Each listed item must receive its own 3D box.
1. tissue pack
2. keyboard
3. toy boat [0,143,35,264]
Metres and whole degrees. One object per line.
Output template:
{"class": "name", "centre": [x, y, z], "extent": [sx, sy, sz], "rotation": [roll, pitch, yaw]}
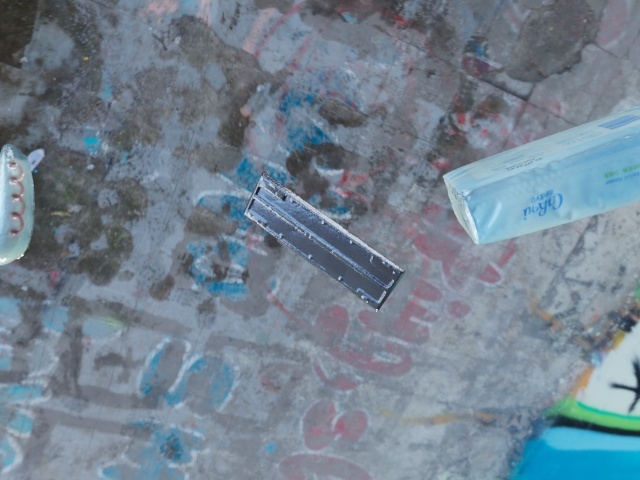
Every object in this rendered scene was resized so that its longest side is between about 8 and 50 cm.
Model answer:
{"class": "tissue pack", "centre": [0.295, -0.080, 0.643], "extent": [0.263, 0.177, 0.089], "rotation": [-20, 100, 11]}
{"class": "keyboard", "centre": [0.000, 0.000, 0.611], "extent": [0.202, 0.011, 0.067], "rotation": [35, 120, 11]}
{"class": "toy boat", "centre": [-0.562, -0.061, 0.902], "extent": [0.134, 0.079, 0.207], "rotation": [-2, 88, 26]}
